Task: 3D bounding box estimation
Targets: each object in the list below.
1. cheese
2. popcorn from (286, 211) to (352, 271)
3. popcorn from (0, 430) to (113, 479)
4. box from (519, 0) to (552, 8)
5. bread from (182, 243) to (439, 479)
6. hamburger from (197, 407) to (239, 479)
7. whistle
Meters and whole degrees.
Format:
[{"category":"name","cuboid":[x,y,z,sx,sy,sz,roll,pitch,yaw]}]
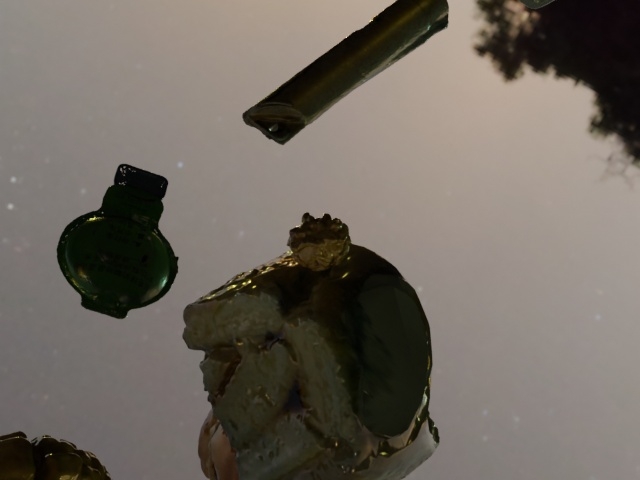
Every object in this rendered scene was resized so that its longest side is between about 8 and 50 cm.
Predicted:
[{"category":"cheese","cuboid":[-0.330,-0.002,1.979,0.203,0.083,0.321,19,-133,-11]},{"category":"popcorn","cuboid":[0.000,0.000,1.495,0.082,0.057,0.083,11,-128,40]},{"category":"popcorn","cuboid":[-0.326,0.334,1.346,0.200,0.226,0.203,11,-129,-16]},{"category":"box","cuboid":[0.246,-0.388,1.426,0.210,0.148,0.129,22,-131,-47]},{"category":"bread","cuboid":[0.022,0.205,1.564,0.239,0.264,0.395,-25,-81,-48]},{"category":"hamburger","cuboid":[-0.026,0.330,1.828,0.305,0.284,0.174,55,163,-21]},{"category":"whistle","cuboid":[0.039,-0.221,1.467,0.068,0.057,0.326,37,-121,25]}]
